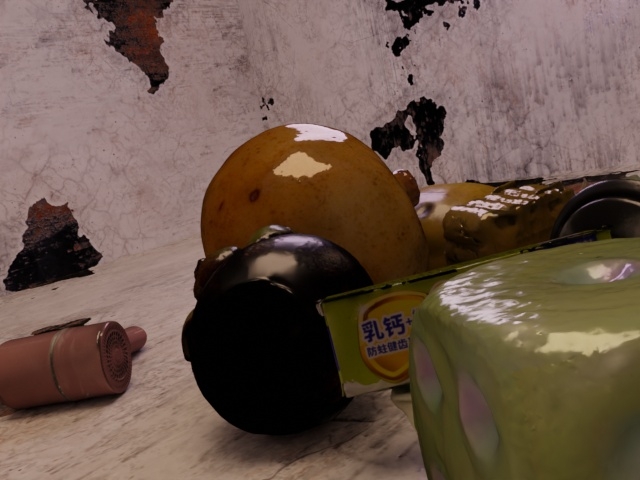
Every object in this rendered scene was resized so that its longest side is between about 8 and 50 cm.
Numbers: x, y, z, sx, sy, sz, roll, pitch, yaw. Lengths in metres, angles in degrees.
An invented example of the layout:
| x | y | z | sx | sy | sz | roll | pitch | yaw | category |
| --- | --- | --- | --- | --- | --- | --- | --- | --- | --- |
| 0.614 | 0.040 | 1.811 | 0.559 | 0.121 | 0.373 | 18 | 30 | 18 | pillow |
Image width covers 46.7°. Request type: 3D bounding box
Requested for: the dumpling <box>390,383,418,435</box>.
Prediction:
| x | y | z | sx | sy | sz | roll | pitch | yaw | category |
| --- | --- | --- | --- | --- | --- | --- | --- | --- | --- |
| 0.171 | 0.183 | 0.803 | 0.169 | 0.100 | 0.134 | -4 | 8 | 40 | dumpling |

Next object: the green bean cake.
| x | y | z | sx | sy | sz | roll | pitch | yaw | category |
| --- | --- | --- | --- | --- | --- | --- | --- | --- | --- |
| 0.319 | 0.028 | 1.199 | 0.229 | 0.224 | 0.131 | -18 | 14 | -27 | green bean cake |

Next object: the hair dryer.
| x | y | z | sx | sy | sz | roll | pitch | yaw | category |
| --- | --- | --- | --- | --- | --- | --- | --- | --- | --- |
| -0.428 | 0.215 | 1.390 | 0.210 | 0.125 | 0.352 | -11 | -1 | 9 | hair dryer |

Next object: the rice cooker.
| x | y | z | sx | sy | sz | roll | pitch | yaw | category |
| --- | --- | --- | --- | --- | --- | --- | --- | --- | --- |
| 0.446 | 0.026 | 1.000 | 0.227 | 0.241 | 0.280 | -15 | -24 | -35 | rice cooker |

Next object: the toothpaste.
| x | y | z | sx | sy | sz | roll | pitch | yaw | category |
| --- | --- | --- | --- | --- | --- | --- | --- | --- | --- |
| 0.167 | 0.076 | 0.813 | 0.327 | 0.110 | 0.077 | -15 | -1 | 3 | toothpaste |

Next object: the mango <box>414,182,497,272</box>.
| x | y | z | sx | sy | sz | roll | pitch | yaw | category |
| --- | --- | --- | --- | --- | --- | --- | --- | --- | --- |
| 0.288 | -0.017 | 1.538 | 0.301 | 0.221 | 0.445 | -9 | 6 | 27 | mango |

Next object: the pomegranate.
| x | y | z | sx | sy | sz | roll | pitch | yaw | category |
| --- | --- | --- | --- | --- | --- | --- | --- | --- | --- |
| 0.000 | 0.000 | 1.274 | 0.416 | 0.417 | 0.416 | -11 | 9 | 2 | pomegranate |

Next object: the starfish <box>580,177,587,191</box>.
| x | y | z | sx | sy | sz | roll | pitch | yaw | category |
| --- | --- | --- | --- | --- | --- | --- | --- | --- | --- |
| 0.699 | -0.039 | 1.453 | 0.398 | 0.132 | 0.384 | 4 | 17 | -7 | starfish |

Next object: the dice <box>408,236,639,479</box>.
| x | y | z | sx | sy | sz | roll | pitch | yaw | category |
| --- | --- | --- | --- | --- | --- | --- | --- | --- | --- |
| 0.216 | 0.140 | 0.530 | 0.254 | 0.250 | 0.252 | -12 | 10 | -7 | dice |

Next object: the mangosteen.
| x | y | z | sx | sy | sz | roll | pitch | yaw | category |
| --- | --- | --- | --- | --- | --- | --- | --- | --- | --- |
| -0.066 | 0.110 | 0.972 | 0.287 | 0.288 | 0.233 | -8 | 7 | 19 | mangosteen |
